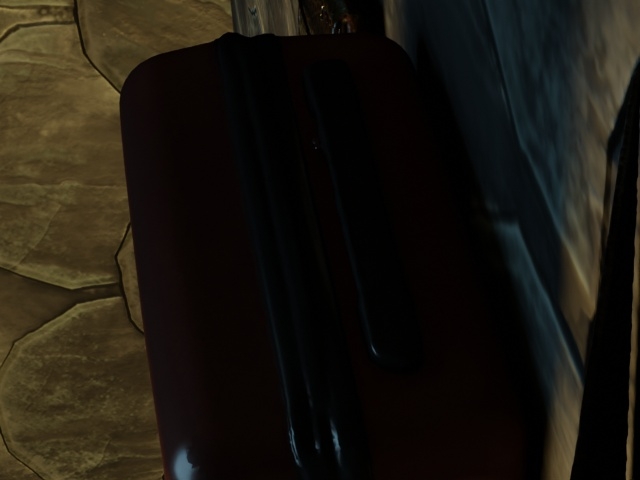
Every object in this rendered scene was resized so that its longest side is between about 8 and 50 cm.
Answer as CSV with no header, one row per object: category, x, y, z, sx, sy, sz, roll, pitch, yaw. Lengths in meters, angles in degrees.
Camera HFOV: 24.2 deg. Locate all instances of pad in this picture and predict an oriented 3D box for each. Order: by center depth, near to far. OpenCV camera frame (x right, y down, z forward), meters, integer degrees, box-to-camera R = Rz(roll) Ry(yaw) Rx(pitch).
pad,0.075,0.146,0.410,0.220,0.004,0.330,-65,-25,-55

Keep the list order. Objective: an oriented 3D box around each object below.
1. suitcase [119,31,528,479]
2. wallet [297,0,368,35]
suitcase,-0.005,0.056,0.746,0.236,0.161,0.297,87,174,-47
wallet,0.007,-0.135,1.013,0.243,0.039,0.133,-107,9,-60
